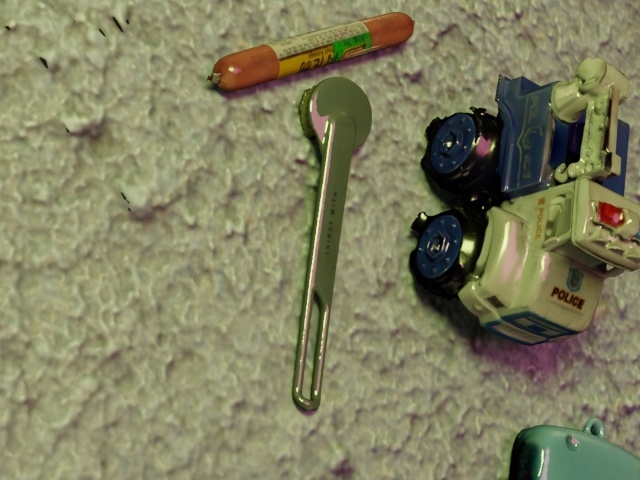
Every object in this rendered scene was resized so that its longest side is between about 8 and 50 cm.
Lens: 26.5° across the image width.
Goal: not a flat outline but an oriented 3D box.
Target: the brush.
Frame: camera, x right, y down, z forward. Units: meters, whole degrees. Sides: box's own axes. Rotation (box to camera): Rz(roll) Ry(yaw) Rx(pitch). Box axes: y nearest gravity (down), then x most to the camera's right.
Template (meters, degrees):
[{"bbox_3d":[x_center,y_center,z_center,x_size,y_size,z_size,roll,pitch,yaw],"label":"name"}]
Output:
[{"bbox_3d":[0.000,0.000,1.058,0.062,0.027,0.266,16,74,-32],"label":"brush"}]

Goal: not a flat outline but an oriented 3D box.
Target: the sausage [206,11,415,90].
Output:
[{"bbox_3d":[-0.002,-0.153,1.085,0.223,0.029,0.029,-21,92,-38],"label":"sausage"}]

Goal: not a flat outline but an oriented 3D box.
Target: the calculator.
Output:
[{"bbox_3d":[0.210,0.286,1.123,0.173,0.051,0.293,24,65,-29],"label":"calculator"}]

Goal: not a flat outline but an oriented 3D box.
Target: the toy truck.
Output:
[{"bbox_3d":[0.189,-0.027,1.105,0.161,0.177,0.213,22,66,-32],"label":"toy truck"}]
